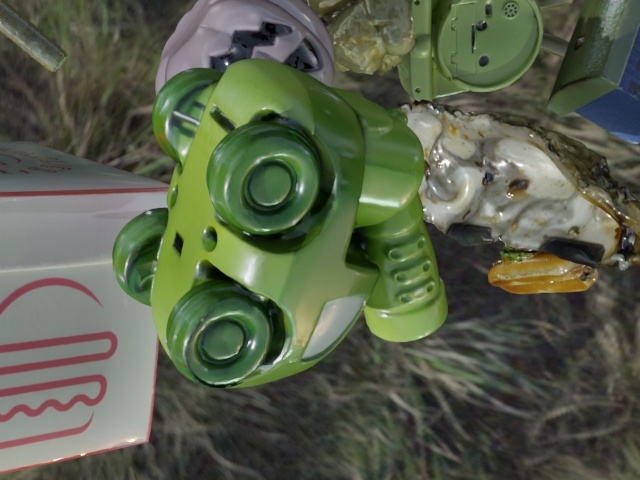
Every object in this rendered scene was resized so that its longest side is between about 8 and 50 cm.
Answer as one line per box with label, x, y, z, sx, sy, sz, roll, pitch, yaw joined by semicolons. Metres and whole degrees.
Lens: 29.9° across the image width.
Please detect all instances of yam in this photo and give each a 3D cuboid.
yam;-0.233;-0.164;0.865;0.116;0.021;0.021;40;82;-11

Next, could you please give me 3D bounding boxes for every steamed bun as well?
steamed bun;0.028;-0.276;1.358;0.106;0.177;0.192;-15;98;-8

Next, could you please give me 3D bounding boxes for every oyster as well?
oyster;0.178;-0.042;1.042;0.079;0.345;0.128;-9;111;-35

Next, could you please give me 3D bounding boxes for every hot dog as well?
hot dog;0.212;0.025;1.157;0.056;0.133;0.041;24;72;-34

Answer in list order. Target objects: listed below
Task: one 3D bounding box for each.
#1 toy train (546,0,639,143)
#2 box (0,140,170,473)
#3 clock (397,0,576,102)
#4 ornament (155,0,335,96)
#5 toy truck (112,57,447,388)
toy train;0.374;-0.225;1.251;0.202;0.131;0.299;27;72;-15
box;-0.374;0.059;1.283;0.312;0.314;0.299;-4;106;-45
clock;0.213;-0.266;1.511;0.232;0.069;0.170;-9;118;-9
ornament;-0.067;-0.161;1.171;0.178;0.177;0.177;0;91;-14
toy truck;-0.010;-0.015;0.713;0.211;0.148;0.187;-8;117;-23
